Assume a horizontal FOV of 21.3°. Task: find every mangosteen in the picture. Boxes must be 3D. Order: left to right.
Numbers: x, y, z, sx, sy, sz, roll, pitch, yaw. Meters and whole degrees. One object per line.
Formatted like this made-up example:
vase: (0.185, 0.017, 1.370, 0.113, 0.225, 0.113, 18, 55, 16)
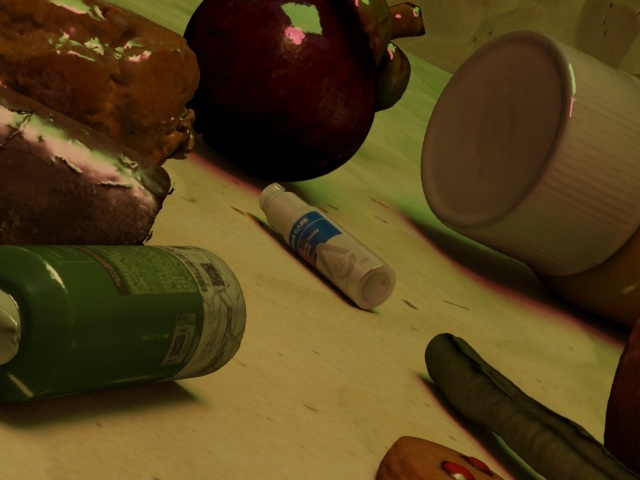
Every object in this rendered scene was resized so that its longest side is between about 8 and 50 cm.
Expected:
mangosteen: (-0.013, -0.138, 1.318, 0.200, 0.200, 0.200, 28, 11, -6)

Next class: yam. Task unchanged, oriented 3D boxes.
yam: (-0.147, -0.031, 0.808, 0.141, 0.079, 0.079, 27, 11, -11)

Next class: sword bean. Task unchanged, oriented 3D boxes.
sword bean: (0.134, 0.114, 0.912, 0.043, 0.038, 0.269, -25, 29, -20)

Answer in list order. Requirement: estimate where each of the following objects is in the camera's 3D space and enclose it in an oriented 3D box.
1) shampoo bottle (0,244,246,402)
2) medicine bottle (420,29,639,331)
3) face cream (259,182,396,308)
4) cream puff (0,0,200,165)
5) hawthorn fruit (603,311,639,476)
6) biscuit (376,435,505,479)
shampoo bottle: (-0.096, 0.032, 0.677, 0.065, 0.065, 0.204, 33, 12, 19)
medicine bottle: (0.291, -0.034, 1.540, 0.384, 0.224, 0.224, 22, 13, -34)
face cream: (0.000, 0.000, 1.139, 0.034, 0.034, 0.130, 19, 16, -44)
cream puff: (-0.146, -0.081, 0.923, 0.165, 0.115, 0.150, 18, 6, -11)
hawthorn fruit: (0.288, 0.082, 0.947, 0.258, 0.262, 0.258, 40, 17, -15)
biscuit: (0.134, 0.159, 0.767, 0.250, 0.036, 0.165, 33, 10, 20)
